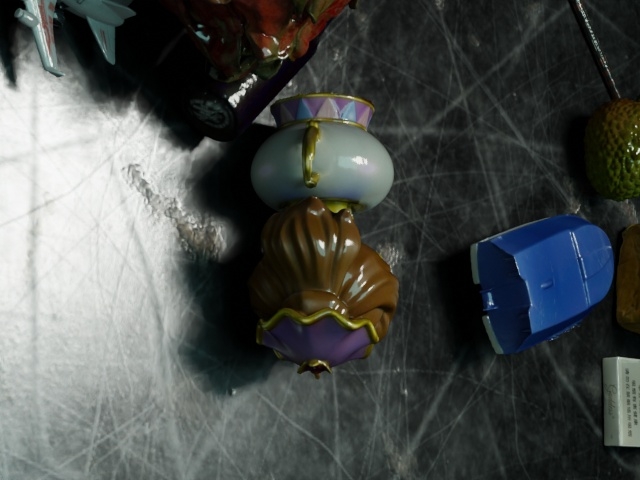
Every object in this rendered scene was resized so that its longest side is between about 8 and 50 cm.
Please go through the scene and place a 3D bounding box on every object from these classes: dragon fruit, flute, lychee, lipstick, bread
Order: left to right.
[{"bbox_3d":[-0.053,-0.286,1.155,0.244,0.244,0.299,-4,107,-42],"label":"dragon fruit"},{"bbox_3d":[-0.030,-0.214,1.296,0.081,0.081,0.299,51,57,-23],"label":"lipstick"},{"bbox_3d":[0.318,-0.296,1.660,0.014,0.014,0.269,-39,109,-38],"label":"flute"},{"bbox_3d":[0.372,-0.118,1.616,0.114,0.114,0.146,23,85,-37],"label":"lychee"},{"bbox_3d":[0.459,0.053,1.646,0.158,0.143,0.149,13,75,-43],"label":"bread"}]

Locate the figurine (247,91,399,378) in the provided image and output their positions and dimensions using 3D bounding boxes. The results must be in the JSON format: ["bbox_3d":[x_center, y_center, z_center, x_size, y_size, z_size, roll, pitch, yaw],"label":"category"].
[{"bbox_3d":[0.000,0.000,1.246,0.189,0.142,0.263,42,47,-70],"label":"figurine"}]

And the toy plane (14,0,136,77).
[{"bbox_3d":[-0.229,-0.225,1.135,0.171,0.065,0.162,29,66,-33],"label":"toy plane"}]

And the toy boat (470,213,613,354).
[{"bbox_3d":[0.267,0.038,1.523,0.295,0.088,0.129,-17,94,-52],"label":"toy boat"}]

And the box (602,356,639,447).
[{"bbox_3d":[0.423,0.204,1.662,0.198,0.029,0.109,9,77,-39],"label":"box"}]
